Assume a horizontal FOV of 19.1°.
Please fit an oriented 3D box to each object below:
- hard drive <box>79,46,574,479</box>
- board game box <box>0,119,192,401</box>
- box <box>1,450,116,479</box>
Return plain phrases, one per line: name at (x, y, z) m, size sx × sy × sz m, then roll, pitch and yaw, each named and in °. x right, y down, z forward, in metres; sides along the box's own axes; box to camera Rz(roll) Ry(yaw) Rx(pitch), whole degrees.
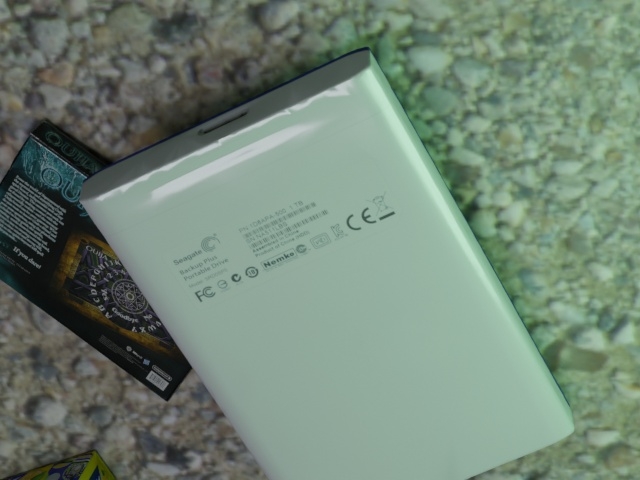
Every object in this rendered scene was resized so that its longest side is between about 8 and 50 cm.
hard drive at (0.011, 0.046, 1.278) m, size 0.210 × 0.040 × 0.319 m, roll -24°, pitch 119°, yaw 13°
board game box at (-0.150, 0.016, 1.338) m, size 0.186 × 0.026 × 0.126 m, roll 37°, pitch 125°, yaw -1°
box at (-0.239, 0.222, 1.492) m, size 0.169 × 0.059 × 0.054 m, roll -20°, pitch 113°, yaw 26°
